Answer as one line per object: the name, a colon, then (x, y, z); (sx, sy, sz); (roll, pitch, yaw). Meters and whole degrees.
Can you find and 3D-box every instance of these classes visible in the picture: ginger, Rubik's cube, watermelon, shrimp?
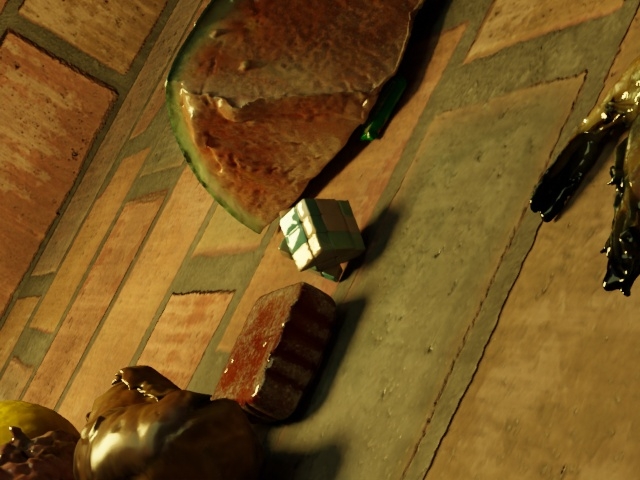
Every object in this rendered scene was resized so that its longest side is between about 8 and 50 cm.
ginger: (-0.160, 0.216, 1.377); (0.321, 0.165, 0.172); (3, 82, 66)
Rubik's cube: (-0.001, 0.002, 1.436); (0.073, 0.084, 0.075); (-41, 44, 39)
watermelon: (-0.043, -0.222, 1.656); (0.319, 0.222, 0.292); (-42, 25, 52)
shrimp: (0.201, -0.032, 0.994); (0.198, 0.051, 0.262); (-49, 16, 51)

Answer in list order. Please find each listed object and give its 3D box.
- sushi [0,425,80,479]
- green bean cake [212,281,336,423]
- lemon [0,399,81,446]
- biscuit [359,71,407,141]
sushi: (-0.311, 0.342, 1.501); (0.270, 0.236, 0.171); (-62, 40, 21)
green bean cake: (-0.043, 0.113, 1.403); (0.135, 0.056, 0.136); (-24, 39, 65)
lemon: (-0.372, 0.306, 1.721); (0.219, 0.240, 0.240); (-34, 29, 31)
biscuit: (0.069, -0.146, 1.574); (0.089, 0.016, 0.046); (-59, 16, 1)
